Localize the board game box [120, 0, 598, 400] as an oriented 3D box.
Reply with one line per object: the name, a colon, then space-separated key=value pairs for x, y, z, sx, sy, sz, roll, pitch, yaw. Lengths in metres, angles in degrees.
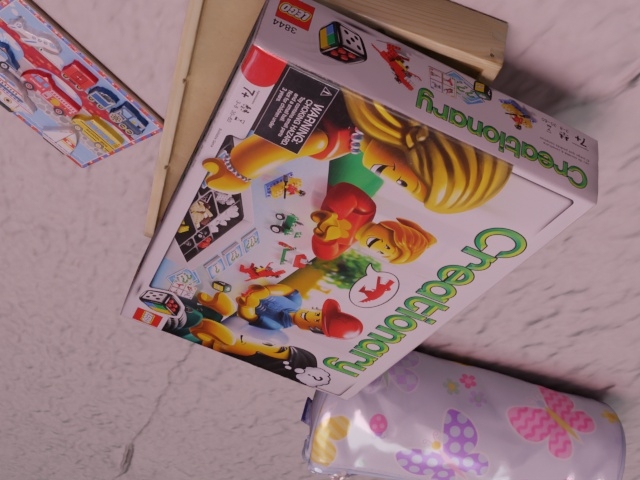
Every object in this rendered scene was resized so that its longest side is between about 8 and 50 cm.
board game box: x=0.000 y=0.000 z=0.528 sx=0.193 sy=0.053 sz=0.305 roll=22 pitch=143 yaw=-12

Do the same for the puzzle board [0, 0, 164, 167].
puzzle board: x=-0.180 y=-0.100 z=0.554 sx=0.096 sy=0.011 sz=0.128 roll=-18 pitch=133 yaw=36

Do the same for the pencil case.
pencil case: x=0.121 y=0.169 z=0.721 sx=0.273 sy=0.124 sz=0.113 roll=14 pitch=144 yaw=-1

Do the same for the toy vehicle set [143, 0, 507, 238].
toy vehicle set: x=-0.016 y=-0.060 z=0.531 sx=0.166 sy=0.035 sz=0.267 roll=19 pitch=144 yaw=-7
